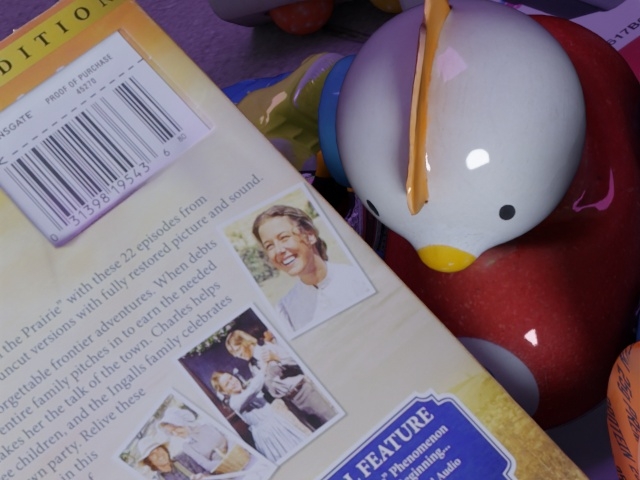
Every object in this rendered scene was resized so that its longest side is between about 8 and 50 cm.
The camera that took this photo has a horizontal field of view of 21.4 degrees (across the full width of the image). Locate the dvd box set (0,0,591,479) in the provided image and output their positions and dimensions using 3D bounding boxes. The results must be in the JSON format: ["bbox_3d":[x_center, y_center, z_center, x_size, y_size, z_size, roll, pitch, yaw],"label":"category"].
[{"bbox_3d":[-0.069,0.124,0.689,0.307,0.062,0.420,-40,79,-22],"label":"dvd box set"}]

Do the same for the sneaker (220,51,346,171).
[{"bbox_3d":[-0.068,-0.039,1.144,0.126,0.091,0.240,-5,29,46],"label":"sneaker"}]

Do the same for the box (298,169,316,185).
[{"bbox_3d":[0.000,0.000,1.063,0.062,0.052,0.083,-1,40,32],"label":"box"}]

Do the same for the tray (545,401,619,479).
[{"bbox_3d":[0.115,0.064,0.926,0.145,0.030,0.270,-23,34,1],"label":"tray"}]

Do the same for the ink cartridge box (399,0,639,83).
[{"bbox_3d":[0.219,-0.134,1.049,0.226,0.131,0.306,-33,36,-14],"label":"ink cartridge box"}]

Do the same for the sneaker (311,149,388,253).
[{"bbox_3d":[-0.028,0.040,0.962,0.225,0.093,0.088,-54,32,-11],"label":"sneaker"}]

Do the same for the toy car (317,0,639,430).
[{"bbox_3d":[0.071,-0.023,0.782,0.219,0.238,0.210,4,80,24],"label":"toy car"}]

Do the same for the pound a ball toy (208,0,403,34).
[{"bbox_3d":[0.017,-0.235,1.274,0.319,0.136,0.208,-13,-1,15],"label":"pound a ball toy"}]

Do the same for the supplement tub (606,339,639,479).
[{"bbox_3d":[0.295,0.048,0.648,0.338,0.207,0.207,-22,33,-13],"label":"supplement tub"}]
